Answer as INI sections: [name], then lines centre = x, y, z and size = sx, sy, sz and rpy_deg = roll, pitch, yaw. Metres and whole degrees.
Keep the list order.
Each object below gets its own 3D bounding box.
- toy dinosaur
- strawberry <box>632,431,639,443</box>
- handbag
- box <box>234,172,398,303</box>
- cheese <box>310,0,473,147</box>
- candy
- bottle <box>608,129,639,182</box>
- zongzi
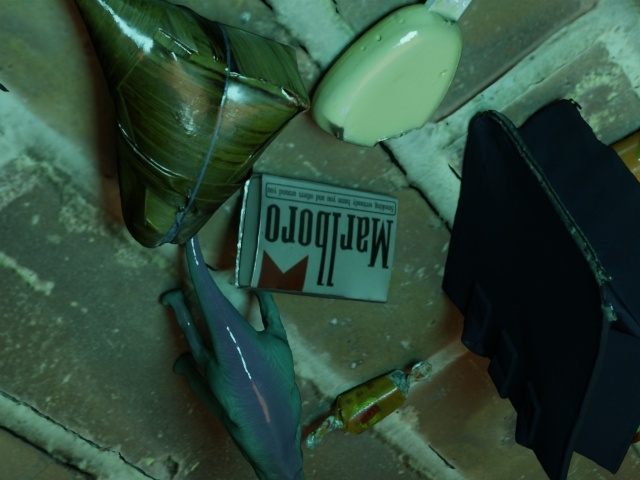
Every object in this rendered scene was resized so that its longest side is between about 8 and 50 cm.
[toy dinosaur]
centre = -0.042, 0.195, 1.374
size = 0.129, 0.331, 0.383
rpy_deg = -23, 141, -11
[strawberry]
centre = 0.447, 0.194, 1.896
size = 0.121, 0.082, 0.188
rpy_deg = -24, 136, -40
[handbag]
centre = 0.246, 0.054, 1.424
size = 0.122, 0.303, 0.329
rpy_deg = -11, 138, -18
[box]
centre = 0.000, 0.000, 1.376
size = 0.177, 0.036, 0.115
rpy_deg = 7, 88, -38
[cheese]
centre = 0.101, -0.192, 1.264
size = 0.127, 0.050, 0.255
rpy_deg = 15, 124, -42
[candy]
centre = 0.056, 0.198, 1.671
size = 0.182, 0.046, 0.053
rpy_deg = -31, 139, -6
[bottle]
centre = 0.409, -0.117, 1.531
size = 0.187, 0.069, 0.069
rpy_deg = -30, 142, -3
[zongzi]
centre = -0.158, -0.103, 1.159
size = 0.242, 0.112, 0.221
rpy_deg = 18, 123, -34
